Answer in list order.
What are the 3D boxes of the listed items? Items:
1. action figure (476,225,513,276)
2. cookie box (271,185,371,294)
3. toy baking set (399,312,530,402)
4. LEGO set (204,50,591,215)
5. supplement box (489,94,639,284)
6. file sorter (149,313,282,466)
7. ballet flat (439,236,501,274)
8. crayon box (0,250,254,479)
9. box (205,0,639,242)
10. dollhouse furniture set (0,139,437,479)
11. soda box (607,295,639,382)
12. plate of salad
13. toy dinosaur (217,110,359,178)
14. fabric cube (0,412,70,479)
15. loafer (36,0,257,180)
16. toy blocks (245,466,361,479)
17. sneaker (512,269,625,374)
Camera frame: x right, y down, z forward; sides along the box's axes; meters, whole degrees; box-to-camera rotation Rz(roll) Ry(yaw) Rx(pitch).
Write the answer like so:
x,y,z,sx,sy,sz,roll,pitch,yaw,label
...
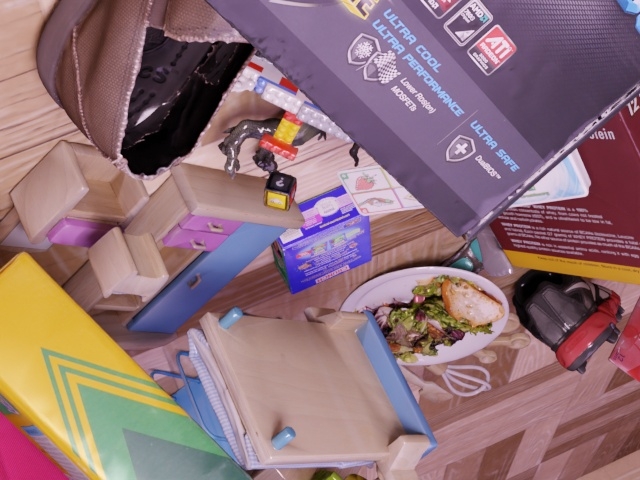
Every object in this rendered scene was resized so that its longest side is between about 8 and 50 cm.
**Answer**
x,y,z,sx,sy,sz,roll,pitch,yaw,label
0.308,-0.113,1.184,0.330,0.179,0.341,-6,118,-48,action figure
0.000,0.000,1.162,0.092,0.040,0.107,-24,154,-8,cookie box
0.152,0.150,1.525,0.197,0.030,0.256,12,142,-18,toy baking set
0.042,-0.070,0.834,0.244,0.060,0.182,-7,133,30,LEGO set
0.208,-0.083,0.902,0.129,0.191,0.194,-47,120,-24,supplement box
-0.110,0.170,1.291,0.170,0.118,0.104,-37,149,20,file sorter
0.179,0.018,1.381,0.114,0.041,0.041,-37,153,20,ballet flat
-0.183,0.124,0.906,0.083,0.323,0.203,-47,-173,-19,crayon box
0.098,-0.179,0.625,0.293,0.073,0.295,-41,132,10,box
-0.105,0.114,0.971,0.198,0.303,0.286,-43,150,28,dollhouse furniture set
0.386,0.028,1.153,0.083,0.092,0.263,5,114,-42,soda box
0.120,0.099,1.390,0.200,0.048,0.199,-2,142,-1,plate of salad
-0.019,-0.097,0.950,0.118,0.064,0.268,-40,147,18,toy dinosaur
-0.347,0.236,1.019,0.254,0.258,0.259,-39,152,25,fabric cube
-0.041,-0.169,0.699,0.134,0.130,0.366,-4,146,-39,loafer
-0.076,0.313,1.492,0.381,0.190,0.261,-41,-176,29,toy blocks
0.322,0.083,1.569,0.097,0.135,0.276,-49,173,15,sneaker
